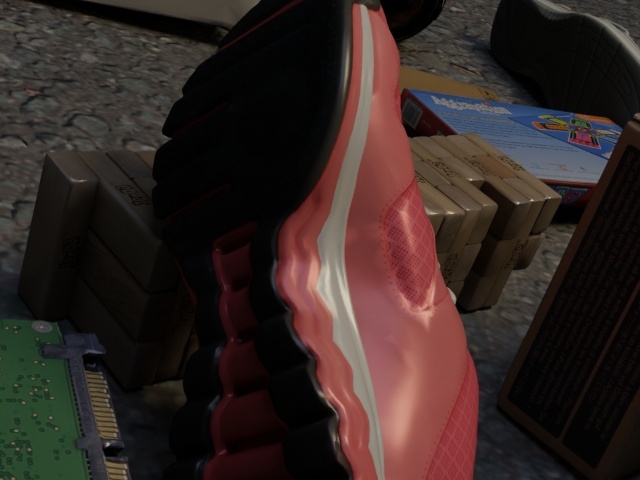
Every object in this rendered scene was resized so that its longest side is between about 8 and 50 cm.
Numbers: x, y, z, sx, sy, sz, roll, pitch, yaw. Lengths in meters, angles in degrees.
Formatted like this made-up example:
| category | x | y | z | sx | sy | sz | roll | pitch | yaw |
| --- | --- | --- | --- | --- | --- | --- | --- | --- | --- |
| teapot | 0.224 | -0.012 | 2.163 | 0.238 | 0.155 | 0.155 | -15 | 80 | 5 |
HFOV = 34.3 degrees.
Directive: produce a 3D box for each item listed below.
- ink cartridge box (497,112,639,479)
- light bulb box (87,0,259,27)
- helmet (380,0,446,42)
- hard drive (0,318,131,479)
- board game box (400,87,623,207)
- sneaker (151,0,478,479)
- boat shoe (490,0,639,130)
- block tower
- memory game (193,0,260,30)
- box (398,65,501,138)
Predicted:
| category | x | y | z | sx | sy | sz | roll | pitch | yaw |
| --- | --- | --- | --- | --- | --- | --- | --- | --- | --- |
| ink cartridge box | 0.236 | 0.024 | 0.626 | 0.235 | 0.193 | 0.088 | -9 | 38 | -43 |
| light bulb box | -0.233 | -0.400 | 1.016 | 0.358 | 0.225 | 0.361 | 8 | 29 | -16 |
| helmet | 0.057 | -0.314 | 1.152 | 0.170 | 0.169 | 0.161 | 7 | 46 | -25 |
| hard drive | -0.221 | 0.103 | 0.308 | 0.339 | 0.064 | 0.237 | 5 | 31 | -26 |
| board game box | 0.212 | -0.077 | 0.928 | 0.281 | 0.027 | 0.145 | 1 | 35 | -38 |
| sneaker | 0.007 | 0.025 | 0.470 | 0.136 | 0.116 | 0.313 | 25 | 56 | -45 |
| boat shoe | 0.300 | -0.198 | 1.163 | 0.103 | 0.118 | 0.320 | 4 | 25 | -22 |
| block tower | 0.000 | 0.000 | 0.619 | 0.336 | 0.090 | 0.097 | -7 | 38 | -41 |
| memory game | -0.120 | -0.260 | 1.092 | 0.186 | 0.012 | 0.186 | 16 | 28 | -9 |
| box | 0.119 | -0.113 | 0.981 | 0.165 | 0.021 | 0.201 | 12 | 29 | -18 |
